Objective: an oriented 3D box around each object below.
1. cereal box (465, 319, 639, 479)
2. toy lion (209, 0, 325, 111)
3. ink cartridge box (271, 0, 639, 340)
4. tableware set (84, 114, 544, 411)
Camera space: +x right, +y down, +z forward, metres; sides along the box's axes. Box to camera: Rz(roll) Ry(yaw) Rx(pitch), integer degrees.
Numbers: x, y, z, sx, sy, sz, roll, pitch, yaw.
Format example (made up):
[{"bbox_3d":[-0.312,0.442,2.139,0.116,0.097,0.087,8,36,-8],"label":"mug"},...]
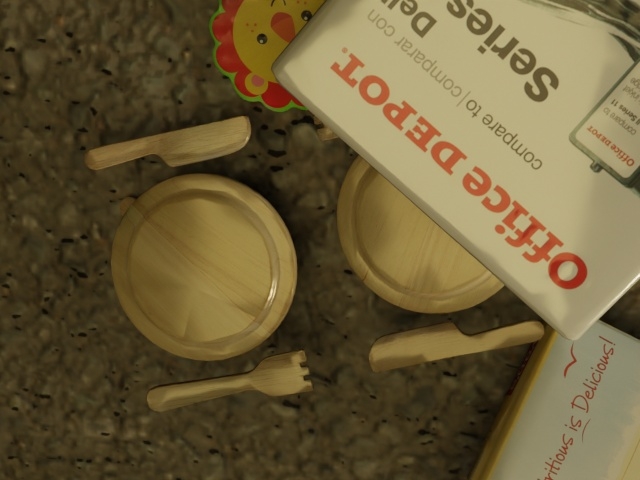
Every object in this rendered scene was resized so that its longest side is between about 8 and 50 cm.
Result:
[{"bbox_3d":[0.174,0.157,0.461,0.240,0.047,0.173,27,84,3],"label":"cereal box"},{"bbox_3d":[-0.008,-0.108,0.454,0.100,0.034,0.096,-30,107,19],"label":"toy lion"},{"bbox_3d":[0.104,-0.090,0.386,0.153,0.087,0.208,41,102,-5],"label":"ink cartridge box"},{"bbox_3d":[0.000,0.000,0.485,0.194,0.039,0.128,-11,97,10],"label":"tableware set"}]
